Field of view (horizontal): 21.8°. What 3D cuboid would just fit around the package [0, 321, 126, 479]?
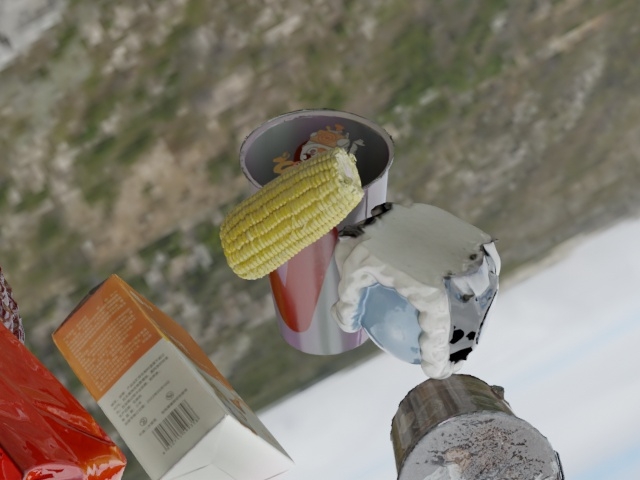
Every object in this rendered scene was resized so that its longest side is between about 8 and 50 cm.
[{"bbox_3d":[-0.372,0.148,1.627,0.123,0.423,0.196,-47,171,13],"label":"package"}]

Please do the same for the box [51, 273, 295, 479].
[{"bbox_3d":[-0.219,0.231,2.425,0.143,0.341,0.225,-43,142,1],"label":"box"}]

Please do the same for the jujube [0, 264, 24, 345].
[{"bbox_3d":[-0.443,0.097,1.917,0.213,0.213,0.232,-28,143,-17],"label":"jujube"}]

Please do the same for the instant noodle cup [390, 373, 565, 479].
[{"bbox_3d":[0.189,0.287,2.175,0.217,0.217,0.207,-29,-164,2],"label":"instant noodle cup"}]

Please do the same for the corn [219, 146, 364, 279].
[{"bbox_3d":[-0.029,-0.028,1.693,0.165,0.063,0.085,-32,-140,25],"label":"corn"}]

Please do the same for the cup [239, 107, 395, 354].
[{"bbox_3d":[0.000,0.000,2.159,0.203,0.203,0.288,-28,134,-26],"label":"cup"}]

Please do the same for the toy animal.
[{"bbox_3d":[0.108,0.061,1.980,0.208,0.204,0.156,-36,148,-59],"label":"toy animal"}]
